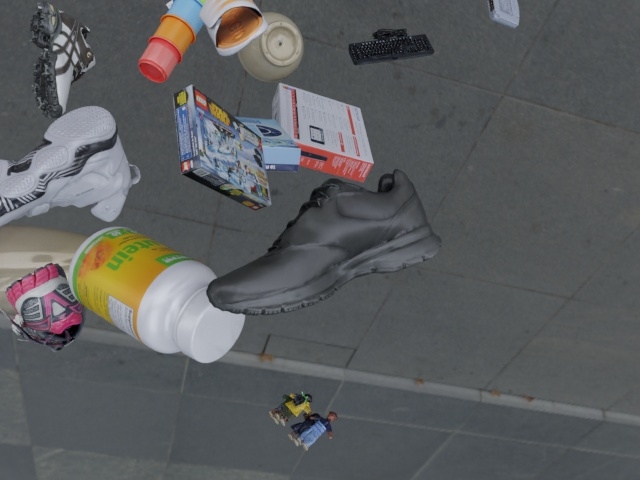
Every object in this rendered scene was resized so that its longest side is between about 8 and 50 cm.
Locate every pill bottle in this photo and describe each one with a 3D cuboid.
[{"bbox_3d":[-0.234,0.079,0.732,0.246,0.136,0.136,21,139,28],"label":"pill bottle"}]

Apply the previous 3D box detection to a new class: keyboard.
[{"bbox_3d":[0.155,-0.447,1.138,0.192,0.100,0.038,-11,145,-11],"label":"keyboard"}]

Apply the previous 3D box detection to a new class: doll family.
[{"bbox_3d":[-0.039,0.441,1.264,0.111,0.193,0.075,-30,140,-29],"label":"doll family"}]

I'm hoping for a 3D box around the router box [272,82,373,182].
[{"bbox_3d":[-0.002,-0.353,1.630,0.302,0.335,0.082,13,132,-17],"label":"router box"}]

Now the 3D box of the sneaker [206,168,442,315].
[{"bbox_3d":[0.000,0.000,0.585,0.287,0.109,0.130,-20,94,-25],"label":"sneaker"}]

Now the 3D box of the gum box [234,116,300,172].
[{"bbox_3d":[-0.130,-0.157,0.798,0.157,0.184,0.041,0,117,-18],"label":"gum box"}]

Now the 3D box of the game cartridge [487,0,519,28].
[{"bbox_3d":[0.294,-0.382,0.815,0.056,0.083,0.017,8,159,-21],"label":"game cartridge"}]

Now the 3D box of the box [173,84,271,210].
[{"bbox_3d":[-0.104,-0.096,0.555,0.027,0.093,0.137,-17,161,20],"label":"box"}]

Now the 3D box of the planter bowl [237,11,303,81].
[{"bbox_3d":[-0.108,-0.461,1.196,0.162,0.109,0.161,-6,107,-20],"label":"planter bowl"}]

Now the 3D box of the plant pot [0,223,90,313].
[{"bbox_3d":[-0.744,0.071,1.428,0.274,0.256,0.256,-4,131,5],"label":"plant pot"}]

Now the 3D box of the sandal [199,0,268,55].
[{"bbox_3d":[-0.176,-0.418,0.911,0.102,0.265,0.076,-34,135,6],"label":"sandal"}]

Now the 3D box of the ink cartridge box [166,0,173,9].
[{"bbox_3d":[-0.401,-0.664,1.419,0.048,0.083,0.028,-30,115,10],"label":"ink cartridge box"}]

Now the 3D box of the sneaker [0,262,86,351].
[{"bbox_3d":[-0.486,0.151,0.916,0.112,0.121,0.299,52,151,7],"label":"sneaker"}]

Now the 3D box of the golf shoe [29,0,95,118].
[{"bbox_3d":[-0.396,-0.278,0.793,0.077,0.198,0.094,-22,160,40],"label":"golf shoe"}]

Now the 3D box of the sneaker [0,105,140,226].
[{"bbox_3d":[-0.539,-0.093,1.029,0.366,0.137,0.210,-44,148,-18],"label":"sneaker"}]

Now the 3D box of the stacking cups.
[{"bbox_3d":[-0.294,-0.477,1.102,0.096,0.316,0.096,19,161,7],"label":"stacking cups"}]
